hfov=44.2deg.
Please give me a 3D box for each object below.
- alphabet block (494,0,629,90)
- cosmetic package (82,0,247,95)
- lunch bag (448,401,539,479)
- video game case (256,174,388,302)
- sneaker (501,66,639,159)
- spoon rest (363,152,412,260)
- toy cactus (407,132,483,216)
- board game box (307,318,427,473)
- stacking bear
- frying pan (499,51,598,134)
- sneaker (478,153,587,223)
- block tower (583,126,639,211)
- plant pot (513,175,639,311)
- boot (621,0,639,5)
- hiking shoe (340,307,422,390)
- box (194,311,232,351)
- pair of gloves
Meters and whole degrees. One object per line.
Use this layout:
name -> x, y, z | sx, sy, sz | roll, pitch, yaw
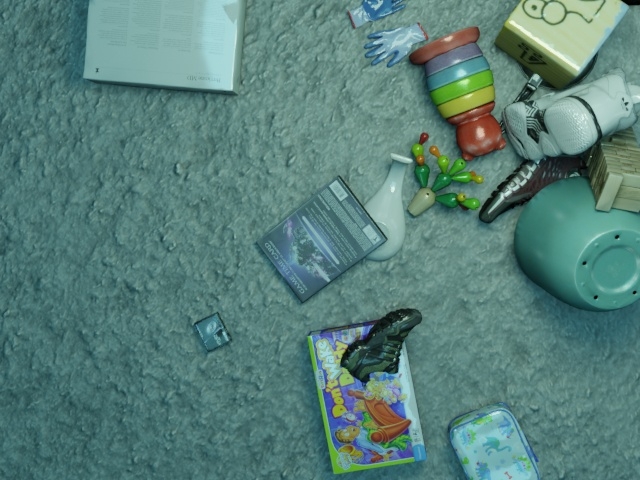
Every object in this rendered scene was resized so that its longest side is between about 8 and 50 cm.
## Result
alphabet block -> 0.531, -0.479, 1.760 | 0.197, 0.193, 0.192 | 38, 92, 4
cosmetic package -> -0.378, -0.517, 1.934 | 0.376, 0.097, 0.285 | 6, 92, 5
lunch bag -> 0.422, 0.515, 1.911 | 0.176, 0.090, 0.219 | -25, 90, 7
video game case -> 0.000, 0.000, 1.928 | 0.274, 0.026, 0.196 | -38, 89, 20
sneaker -> 0.556, -0.275, 1.730 | 0.210, 0.366, 0.138 | -24, 101, -9
spoon rest -> 0.161, -0.081, 1.924 | 0.137, 0.084, 0.277 | 19, 108, 5
toy cactus -> 0.280, -0.136, 1.903 | 0.219, 0.112, 0.180 | 42, 114, 0
board game box -> 0.116, 0.378, 1.939 | 0.233, 0.078, 0.347 | -11, 92, 6
stacking bear -> 0.340, -0.335, 1.852 | 0.175, 0.164, 0.289 | -21, 95, 6
frying pan -> 0.512, -0.423, 1.884 | 0.326, 0.053, 0.197 | -34, 88, 3
sneaker -> 0.521, -0.109, 1.868 | 0.162, 0.106, 0.281 | 44, 95, -1
block tower -> 0.649, -0.185, 1.751 | 0.097, 0.336, 0.091 | 10, 126, 5
plant pot -> 0.612, 0.025, 1.758 | 0.292, 0.235, 0.293 | -2, 108, -5
boot -> 0.697, -0.657, 1.828 | 0.246, 0.094, 0.207 | 5, 97, 11
hiking shoe -> 0.160, 0.252, 1.858 | 0.226, 0.086, 0.114 | -38, 102, 11
box -> -0.273, 0.232, 1.998 | 0.067, 0.018, 0.083 | -26, 90, 6
pair of gloves -> 0.161, -0.530, 1.921 | 0.159, 0.023, 0.198 | -26, 91, 4
